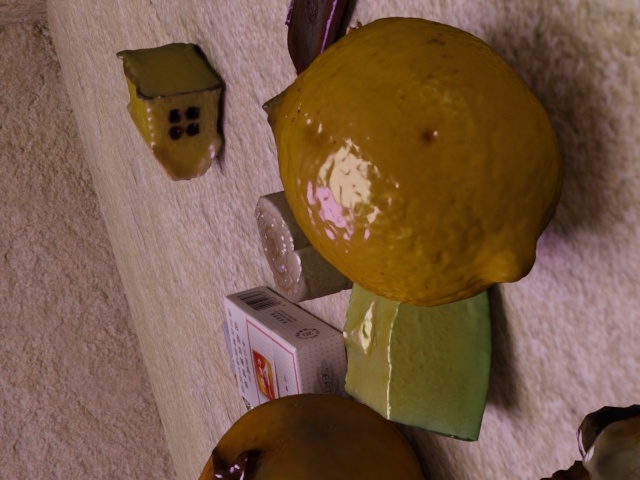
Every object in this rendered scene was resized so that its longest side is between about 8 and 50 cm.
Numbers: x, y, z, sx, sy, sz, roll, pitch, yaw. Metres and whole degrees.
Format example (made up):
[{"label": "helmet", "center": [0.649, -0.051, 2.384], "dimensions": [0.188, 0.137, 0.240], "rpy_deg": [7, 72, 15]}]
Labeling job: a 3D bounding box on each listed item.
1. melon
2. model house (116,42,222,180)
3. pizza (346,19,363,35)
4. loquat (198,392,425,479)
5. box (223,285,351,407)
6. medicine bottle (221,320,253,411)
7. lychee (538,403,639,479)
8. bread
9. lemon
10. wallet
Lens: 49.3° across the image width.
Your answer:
[{"label": "melon", "center": [0.094, 0.041, 0.764], "dimensions": [0.196, 0.124, 0.324], "rpy_deg": [7, 100, 59]}, {"label": "model house", "center": [-0.305, -0.249, 1.405], "dimensions": [0.193, 0.174, 0.234], "rpy_deg": [54, 144, 40]}, {"label": "pizza", "center": [0.039, -0.240, 0.858], "dimensions": [0.037, 0.016, 0.083], "rpy_deg": [67, 158, 16]}, {"label": "loquat", "center": [0.003, 0.380, 0.943], "dimensions": [0.359, 0.328, 0.328], "rpy_deg": [38, 177, -33]}, {"label": "box", "center": [-0.062, 0.223, 1.230], "dimensions": [0.330, 0.095, 0.210], "rpy_deg": [20, 121, 60]}, {"label": "medicine bottle", "center": [-0.153, 0.263, 1.499], "dimensions": [0.092, 0.061, 0.221], "rpy_deg": [-46, 58, 34]}, {"label": "lychee", "center": [0.220, 0.268, 0.440], "dimensions": [0.270, 0.269, 0.320], "rpy_deg": [50, 124, 45]}, {"label": "bread", "center": [0.000, 0.000, 0.916], "dimensions": [0.148, 0.141, 0.134], "rpy_deg": [61, 150, 32]}, {"label": "lemon", "center": [0.084, -0.060, 0.595], "dimensions": [0.254, 0.228, 0.228], "rpy_deg": [53, 149, 16]}, {"label": "wallet", "center": [-0.002, -0.313, 0.888], "dimensions": [0.137, 0.031, 0.255], "rpy_deg": [63, 152, 29]}]
